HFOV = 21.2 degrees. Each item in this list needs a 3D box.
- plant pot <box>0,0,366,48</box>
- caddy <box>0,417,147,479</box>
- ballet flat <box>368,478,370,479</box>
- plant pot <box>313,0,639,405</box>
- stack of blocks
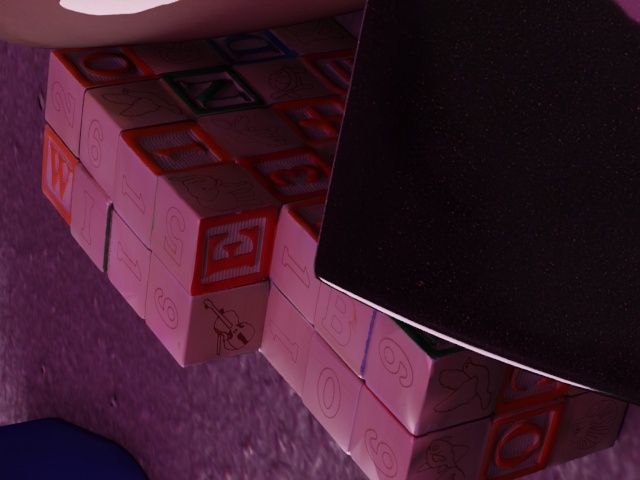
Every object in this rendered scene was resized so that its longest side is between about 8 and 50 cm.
[{"bbox_3d":[-0.020,-0.198,0.767,0.274,0.256,0.256,13,112,36],"label":"plant pot"},{"bbox_3d":[-0.252,0.275,1.359,0.341,0.179,0.241,8,106,59],"label":"caddy"},{"bbox_3d":[0.039,0.198,0.960,0.079,0.077,0.221,-114,32,-56],"label":"ballet flat"},{"bbox_3d":[0.133,-0.046,0.615,0.167,0.187,0.188,35,130,33],"label":"plant pot"},{"bbox_3d":[0.000,0.000,0.847,0.297,0.171,0.087,46,137,42],"label":"stack of blocks"}]
